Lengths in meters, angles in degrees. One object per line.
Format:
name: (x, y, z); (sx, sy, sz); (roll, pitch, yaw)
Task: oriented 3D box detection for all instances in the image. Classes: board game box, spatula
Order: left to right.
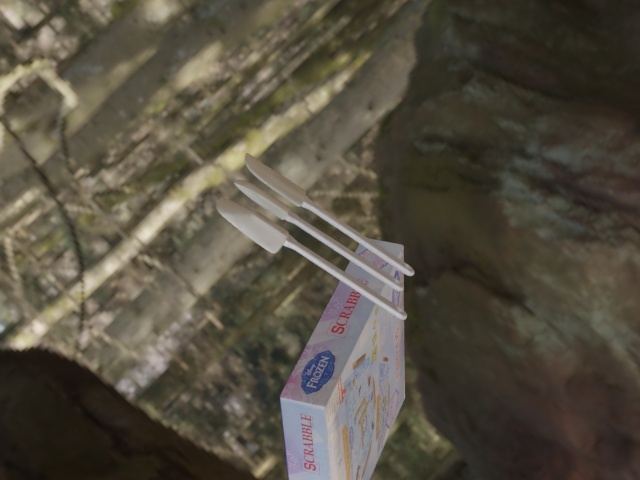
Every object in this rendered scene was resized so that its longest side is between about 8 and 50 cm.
spatula: (0.000, 0.000, 1.369); (0.242, 0.019, 0.168); (34, -158, -7)
board game box: (0.040, 0.216, 1.690); (0.066, 0.318, 0.318); (12, 132, 17)
